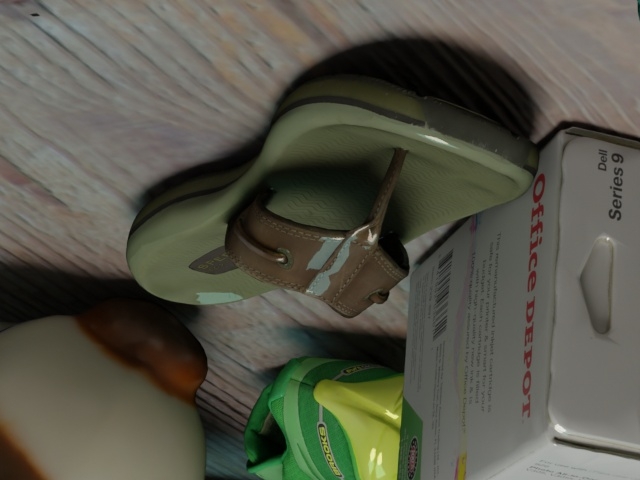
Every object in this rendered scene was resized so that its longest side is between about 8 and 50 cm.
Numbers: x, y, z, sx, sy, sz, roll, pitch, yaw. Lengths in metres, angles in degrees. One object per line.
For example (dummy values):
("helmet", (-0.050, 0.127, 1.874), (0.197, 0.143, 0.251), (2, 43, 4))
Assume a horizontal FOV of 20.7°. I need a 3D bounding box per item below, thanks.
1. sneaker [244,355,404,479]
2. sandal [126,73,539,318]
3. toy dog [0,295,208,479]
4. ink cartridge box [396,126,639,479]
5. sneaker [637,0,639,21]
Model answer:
("sneaker", (0.015, 0.138, 1.191), (0.124, 0.109, 0.295), (25, 158, 9))
("sandal", (0.001, 0.001, 0.860), (0.120, 0.086, 0.303), (19, 154, -25))
("toy dog", (-0.175, 0.213, 1.144), (0.395, 0.284, 0.408), (29, 148, 24))
("ink cartridge box", (0.114, 0.059, 0.870), (0.093, 0.154, 0.212), (11, 157, -12))
("sneaker", (0.173, -0.153, 0.407), (0.295, 0.123, 0.178), (-32, 122, 29))
